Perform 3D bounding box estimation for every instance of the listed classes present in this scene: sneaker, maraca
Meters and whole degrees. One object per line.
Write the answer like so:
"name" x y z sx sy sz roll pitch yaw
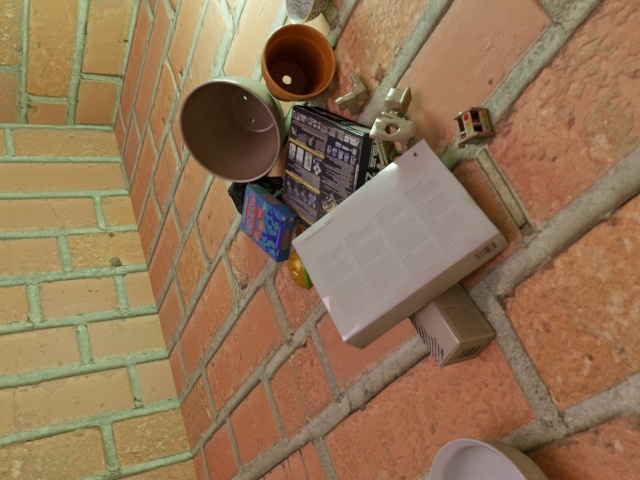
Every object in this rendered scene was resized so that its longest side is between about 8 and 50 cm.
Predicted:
"sneaker" -0.265 -0.172 2.039 0.130 0.087 0.227 62 152 9
"maraca" -0.051 0.063 1.710 0.127 0.099 0.185 -116 16 -60

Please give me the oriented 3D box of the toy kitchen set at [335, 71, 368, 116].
"toy kitchen set" 0.077 -0.379 1.499 0.075 0.083 0.068 65 -176 30

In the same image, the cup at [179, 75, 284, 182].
"cup" -0.245 -0.383 1.815 0.237 0.331 0.331 -62 -4 -53

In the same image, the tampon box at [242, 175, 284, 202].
"tampon box" -0.166 -0.120 1.870 0.161 0.120 0.101 61 140 33

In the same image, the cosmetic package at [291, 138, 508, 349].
"cosmetic package" 0.153 0.007 1.210 0.377 0.097 0.284 -37 57 12

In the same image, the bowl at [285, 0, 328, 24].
"bowl" -0.026 -0.694 1.607 0.170 0.080 0.170 13 105 57

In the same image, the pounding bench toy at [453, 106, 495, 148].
"pounding bench toy" 0.301 -0.231 1.162 0.083 0.052 0.065 -26 71 57

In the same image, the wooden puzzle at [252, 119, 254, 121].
"wooden puzzle" -0.275 -0.331 2.094 0.221 0.044 0.238 -23 74 57

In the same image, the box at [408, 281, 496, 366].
"box" 0.248 0.131 1.243 0.275 0.113 0.094 61 142 36

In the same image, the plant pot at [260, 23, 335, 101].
"plant pot" -0.081 -0.486 1.634 0.188 0.205 0.205 172 93 -73

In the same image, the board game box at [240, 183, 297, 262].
"board game box" -0.162 -0.055 1.731 0.210 0.047 0.160 39 128 38

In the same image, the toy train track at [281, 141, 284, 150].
"toy train track" -0.127 -0.336 1.884 0.048 0.014 0.083 -177 89 -65

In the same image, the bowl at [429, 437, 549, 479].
"bowl" 0.357 0.515 1.091 0.298 0.134 0.297 10 102 58

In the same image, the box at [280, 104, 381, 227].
"box" 0.024 -0.181 1.574 0.395 0.097 0.318 37 123 53

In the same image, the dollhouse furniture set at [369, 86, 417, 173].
"dollhouse furniture set" 0.203 -0.236 1.335 0.101 0.161 0.182 12 152 24

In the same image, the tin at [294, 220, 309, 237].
"tin" 0.000 0.000 1.633 0.189 0.106 0.040 46 119 45
